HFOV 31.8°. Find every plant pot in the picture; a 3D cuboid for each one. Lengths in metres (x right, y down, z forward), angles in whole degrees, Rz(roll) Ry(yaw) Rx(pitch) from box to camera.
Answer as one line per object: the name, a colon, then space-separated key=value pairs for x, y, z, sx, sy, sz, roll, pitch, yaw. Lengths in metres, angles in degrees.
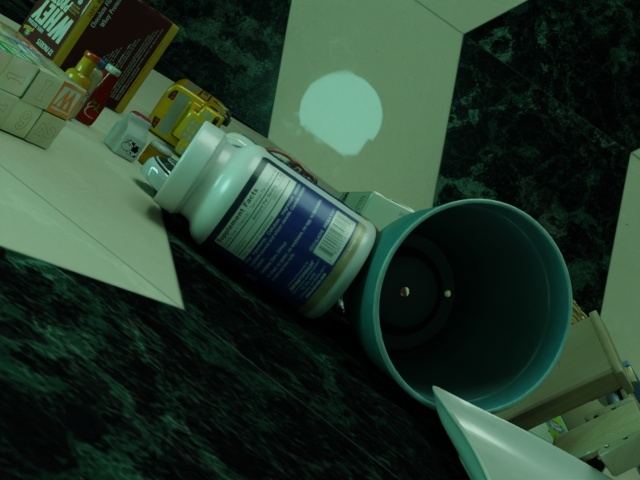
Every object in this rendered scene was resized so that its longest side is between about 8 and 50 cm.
plant pot: x=0.152 y=0.079 z=1.504 sx=0.271 sy=0.272 sz=0.255 roll=34 pitch=-9 yaw=-17

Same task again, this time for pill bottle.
pill bottle: x=-0.073 y=-0.029 z=1.449 sx=0.264 sy=0.153 sz=0.153 roll=35 pitch=7 yaw=-8

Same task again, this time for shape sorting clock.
shape sorting clock: x=0.326 y=0.292 z=1.742 sx=0.206 sy=0.040 sz=0.206 roll=32 pitch=19 yaw=-12

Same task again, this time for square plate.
square plate: x=0.292 y=0.315 z=1.246 sx=0.344 sy=0.049 sz=0.347 roll=29 pitch=10 yaw=-14

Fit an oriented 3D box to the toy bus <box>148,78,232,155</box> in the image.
toy bus: x=-0.254 y=-0.238 z=2.186 sx=0.130 sy=0.108 sz=0.333 roll=35 pitch=7 yaw=-9

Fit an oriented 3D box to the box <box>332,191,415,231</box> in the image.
box: x=0.077 y=-0.028 z=2.126 sx=0.094 sy=0.113 sz=0.275 roll=26 pitch=-6 yaw=-14

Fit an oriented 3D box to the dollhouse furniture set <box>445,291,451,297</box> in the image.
dollhouse furniture set: x=0.293 y=0.153 z=1.767 sx=0.182 sy=0.101 sz=0.161 roll=21 pitch=30 yaw=-38

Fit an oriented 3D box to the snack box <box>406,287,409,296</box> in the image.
snack box: x=0.162 y=0.133 z=1.936 sx=0.187 sy=0.060 sz=0.322 roll=29 pitch=10 yaw=-46

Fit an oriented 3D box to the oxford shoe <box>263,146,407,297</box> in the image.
oxford shoe: x=0.000 y=0.000 z=1.802 sx=0.348 sy=0.123 sz=0.130 roll=49 pitch=-25 yaw=-3

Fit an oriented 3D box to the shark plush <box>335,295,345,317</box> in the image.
shark plush: x=0.033 y=0.098 z=1.686 sx=0.161 sy=0.073 sz=0.067 roll=56 pitch=27 yaw=-2

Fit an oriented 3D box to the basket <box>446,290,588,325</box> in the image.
basket: x=0.326 y=0.170 z=1.955 sx=0.299 sy=0.223 sz=0.213 roll=50 pitch=26 yaw=-9

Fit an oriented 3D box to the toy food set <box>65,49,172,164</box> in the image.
toy food set: x=-0.303 y=-0.199 z=1.669 sx=0.232 sy=0.104 sz=0.111 roll=30 pitch=9 yaw=-43

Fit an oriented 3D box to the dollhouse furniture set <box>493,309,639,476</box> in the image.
dollhouse furniture set: x=0.396 y=0.311 z=1.611 sx=0.303 sy=0.198 sz=0.286 roll=53 pitch=17 yaw=-29

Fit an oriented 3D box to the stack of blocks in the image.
stack of blocks: x=-0.427 y=-0.222 z=1.266 sx=0.171 sy=0.087 sz=0.297 roll=40 pitch=8 yaw=30

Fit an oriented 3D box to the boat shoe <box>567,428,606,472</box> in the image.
boat shoe: x=0.411 y=0.340 z=1.817 sx=0.042 sy=0.049 sz=0.133 roll=37 pitch=-1 yaw=-28

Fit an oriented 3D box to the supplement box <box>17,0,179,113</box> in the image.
supplement box: x=-0.396 y=-0.365 z=1.983 sx=0.129 sy=0.191 sz=0.194 roll=41 pitch=9 yaw=37

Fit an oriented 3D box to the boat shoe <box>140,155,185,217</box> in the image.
boat shoe: x=-0.105 y=-0.041 z=1.578 sx=0.306 sy=0.105 sz=0.113 roll=36 pitch=6 yaw=-3

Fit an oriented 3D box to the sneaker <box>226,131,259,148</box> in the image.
sneaker: x=-0.092 y=-0.070 z=1.988 sx=0.296 sy=0.112 sz=0.131 roll=35 pitch=24 yaw=4

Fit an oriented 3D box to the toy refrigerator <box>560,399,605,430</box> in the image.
toy refrigerator: x=0.471 y=0.302 z=2.206 sx=0.269 sy=0.094 sz=0.102 roll=32 pitch=8 yaw=-27
